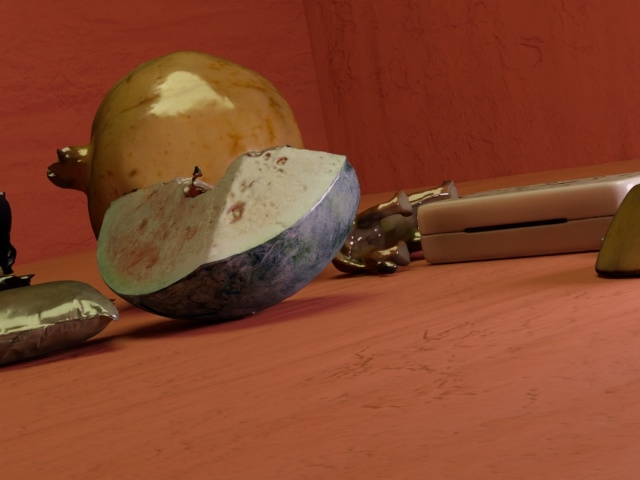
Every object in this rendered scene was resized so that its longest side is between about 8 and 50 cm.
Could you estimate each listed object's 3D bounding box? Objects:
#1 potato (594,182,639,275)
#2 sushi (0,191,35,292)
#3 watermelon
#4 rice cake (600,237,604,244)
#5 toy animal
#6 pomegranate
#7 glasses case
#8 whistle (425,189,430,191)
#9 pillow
[{"bbox_3d":[0.404,-0.039,1.680,0.299,0.116,0.239,-11,8,13],"label":"potato"},{"bbox_3d":[-0.471,0.050,2.139,0.238,0.219,0.225,-24,-36,-8],"label":"sushi"},{"bbox_3d":[-0.096,0.028,1.913,0.322,0.188,0.175,-15,-46,43],"label":"watermelon"},{"bbox_3d":[0.333,0.004,1.863,0.022,0.021,0.121,-16,3,-16],"label":"rice cake"},{"bbox_3d":[0.085,-0.004,2.265,0.157,0.097,0.312,-22,-1,30],"label":"toy animal"},{"bbox_3d":[-0.184,-0.087,2.278,0.342,0.342,0.342,-10,3,1],"label":"pomegranate"},{"bbox_3d":[0.276,-0.028,2.079,0.144,0.076,0.336,-14,5,-43],"label":"glasses case"},{"bbox_3d":[0.167,-0.031,2.507,0.114,0.077,0.235,20,-1,2],"label":"whistle"},{"bbox_3d":[-0.358,0.097,1.843,0.302,0.075,0.185,-11,5,-11],"label":"pillow"}]
